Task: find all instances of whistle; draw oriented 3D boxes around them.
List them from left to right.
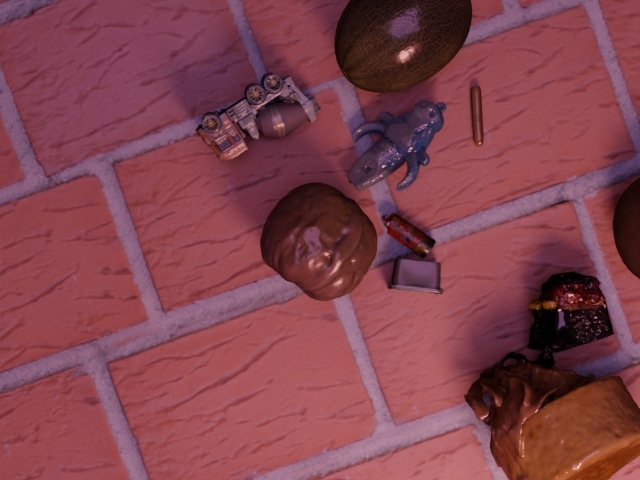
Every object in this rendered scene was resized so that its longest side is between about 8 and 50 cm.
[{"bbox_3d":[0.169,-0.210,1.867,0.269,0.093,0.180,-41,67,3],"label":"whistle"}]

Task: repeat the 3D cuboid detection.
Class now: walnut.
[{"bbox_3d":[0.000,0.000,1.813,0.249,0.248,0.248,0,92,2],"label":"walnut"}]

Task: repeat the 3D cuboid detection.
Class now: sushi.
[{"bbox_3d":[0.535,0.147,1.846,0.172,0.153,0.150,-11,88,-7],"label":"sushi"}]

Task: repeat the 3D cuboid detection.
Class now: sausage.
[{"bbox_3d":[0.348,-0.275,1.893,0.024,0.024,0.132,-3,91,2],"label":"sausage"}]

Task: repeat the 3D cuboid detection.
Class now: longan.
[{"bbox_3d":[0.767,-0.033,1.785,0.301,0.243,0.300,1,80,-5],"label":"longan"}]

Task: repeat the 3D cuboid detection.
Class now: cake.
[{"bbox_3d":[0.487,0.361,1.804,0.332,0.332,0.321,-32,61,3],"label":"cake"}]

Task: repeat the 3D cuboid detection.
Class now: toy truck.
[{"bbox_3d":[-0.136,-0.268,1.869,0.257,0.108,0.140,-34,105,0],"label":"toy truck"}]

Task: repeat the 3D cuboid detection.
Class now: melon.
[{"bbox_3d":[0.169,-0.440,1.784,0.302,0.237,0.237,-37,91,5],"label":"melon"}]

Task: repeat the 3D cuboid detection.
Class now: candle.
[{"bbox_3d":[0.190,-0.016,1.895,0.131,0.052,0.052,36,93,0],"label":"candle"}]

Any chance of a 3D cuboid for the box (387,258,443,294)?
[{"bbox_3d":[0.211,0.079,1.885,0.123,0.084,0.068,6,85,0],"label":"box"}]
